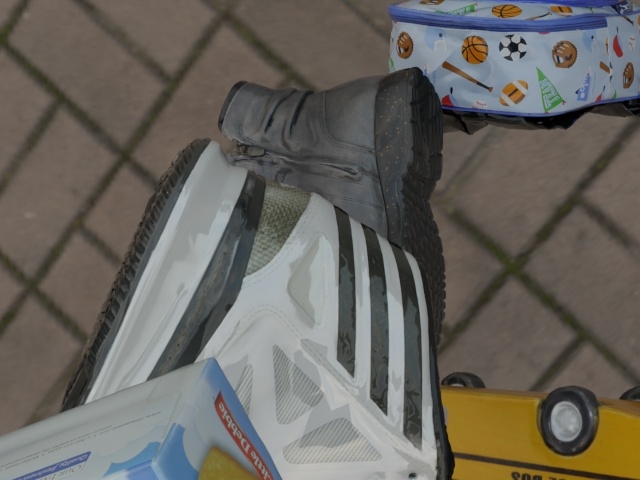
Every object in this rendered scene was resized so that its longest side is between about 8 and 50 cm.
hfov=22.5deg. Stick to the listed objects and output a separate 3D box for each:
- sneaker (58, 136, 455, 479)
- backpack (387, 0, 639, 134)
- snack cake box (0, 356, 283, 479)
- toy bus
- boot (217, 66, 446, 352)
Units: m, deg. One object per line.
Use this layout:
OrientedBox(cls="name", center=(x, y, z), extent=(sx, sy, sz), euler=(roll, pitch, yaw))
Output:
OrientedBox(cls="sneaker", center=(-0.062, 0.185, 1.031), extent=(0.257, 0.169, 0.447), euler=(24, 95, -8))
OrientedBox(cls="backpack", center=(0.198, -0.206, 1.669), extent=(0.276, 0.263, 0.213), euler=(3, 109, 31))
OrientedBox(cls="snack cake box", center=(-0.056, 0.196, 0.652), extent=(0.152, 0.089, 0.264), euler=(-22, 107, 19))
OrientedBox(cls="toy bus", center=(0.163, 0.170, 1.209), extent=(0.332, 0.108, 0.130), euler=(0, 86, 45))
OrientedBox(cls="boot", center=(0.000, 0.000, 1.541), extent=(0.223, 0.118, 0.338), euler=(-6, 65, 24))
